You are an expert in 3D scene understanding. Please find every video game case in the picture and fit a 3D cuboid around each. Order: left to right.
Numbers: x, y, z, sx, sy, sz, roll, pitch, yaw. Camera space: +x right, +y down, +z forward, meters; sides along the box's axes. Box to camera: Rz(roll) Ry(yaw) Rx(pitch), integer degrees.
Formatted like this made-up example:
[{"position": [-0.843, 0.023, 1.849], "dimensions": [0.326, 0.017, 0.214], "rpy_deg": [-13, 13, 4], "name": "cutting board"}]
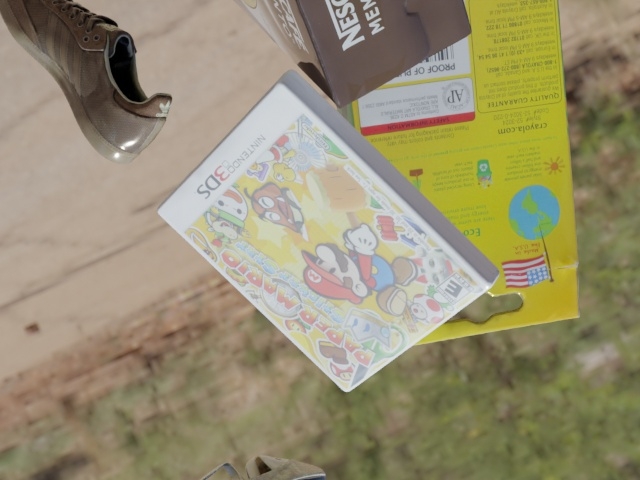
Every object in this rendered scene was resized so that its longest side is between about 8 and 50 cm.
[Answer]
[{"position": [0.000, 0.000, 1.257], "dimensions": [0.206, 0.227, 0.026], "rpy_deg": [-41, -173, 45], "name": "video game case"}]

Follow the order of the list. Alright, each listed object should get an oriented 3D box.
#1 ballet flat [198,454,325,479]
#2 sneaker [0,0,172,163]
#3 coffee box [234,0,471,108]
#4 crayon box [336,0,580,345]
[{"position": [-0.062, 0.218, 1.409], "dimensions": [0.168, 0.052, 0.057], "rpy_deg": [-12, 158, -46], "name": "ballet flat"}, {"position": [-0.177, -0.150, 1.203], "dimensions": [0.071, 0.188, 0.066], "rpy_deg": [-42, 166, 24], "name": "sneaker"}, {"position": [-0.025, -0.250, 1.164], "dimensions": [0.119, 0.297, 0.168], "rpy_deg": [-30, 131, -9], "name": "coffee box"}, {"position": [0.124, -0.072, 1.449], "dimensions": [0.202, 0.318, 0.081], "rpy_deg": [-8, -168, -10], "name": "crayon box"}]
